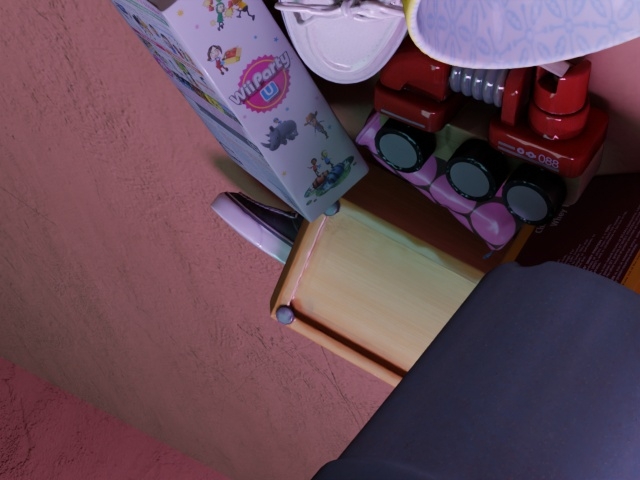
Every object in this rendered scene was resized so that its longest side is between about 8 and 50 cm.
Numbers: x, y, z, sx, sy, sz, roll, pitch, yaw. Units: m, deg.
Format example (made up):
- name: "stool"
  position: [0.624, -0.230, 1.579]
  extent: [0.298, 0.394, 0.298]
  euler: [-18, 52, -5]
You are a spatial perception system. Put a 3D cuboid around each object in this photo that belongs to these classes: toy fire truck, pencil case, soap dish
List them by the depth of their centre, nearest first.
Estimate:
- name: "toy fire truck"
  position: [0.154, -0.149, 1.221]
  extent: [0.217, 0.158, 0.246]
  euler: [24, 142, 21]
- name: "pencil case"
  position: [0.136, -0.076, 1.430]
  extent: [0.209, 0.095, 0.098]
  euler: [39, -172, -7]
- name: "soap dish"
  position: [0.093, 0.057, 1.564]
  extent: [0.291, 0.118, 0.229]
  euler: [28, 115, 10]

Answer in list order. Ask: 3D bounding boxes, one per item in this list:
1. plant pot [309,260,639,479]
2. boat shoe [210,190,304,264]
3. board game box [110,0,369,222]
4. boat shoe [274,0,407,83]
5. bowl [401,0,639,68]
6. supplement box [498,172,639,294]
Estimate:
- name: "plant pot"
  position: [0.172, 0.218, 1.155]
  extent: [0.341, 0.334, 0.341]
  euler: [29, 154, 16]
- name: "boat shoe"
  position: [0.000, 0.000, 1.718]
  extent: [0.301, 0.102, 0.108]
  euler: [31, 179, 16]
- name: "board game box"
  position: [-0.099, -0.187, 1.416]
  extent: [0.224, 0.097, 0.303]
  euler: [38, 168, 52]
- name: "boat shoe"
  position: [0.035, -0.235, 1.091]
  extent: [0.136, 0.156, 0.367]
  euler: [7, 142, -5]
- name: "bowl"
  position: [0.180, -0.255, 0.922]
  extent: [0.289, 0.290, 0.156]
  euler: [122, 135, -66]
- name: "supplement box"
  position: [0.294, 0.043, 1.320]
  extent: [0.194, 0.191, 0.129]
  euler: [-2, 136, 52]
